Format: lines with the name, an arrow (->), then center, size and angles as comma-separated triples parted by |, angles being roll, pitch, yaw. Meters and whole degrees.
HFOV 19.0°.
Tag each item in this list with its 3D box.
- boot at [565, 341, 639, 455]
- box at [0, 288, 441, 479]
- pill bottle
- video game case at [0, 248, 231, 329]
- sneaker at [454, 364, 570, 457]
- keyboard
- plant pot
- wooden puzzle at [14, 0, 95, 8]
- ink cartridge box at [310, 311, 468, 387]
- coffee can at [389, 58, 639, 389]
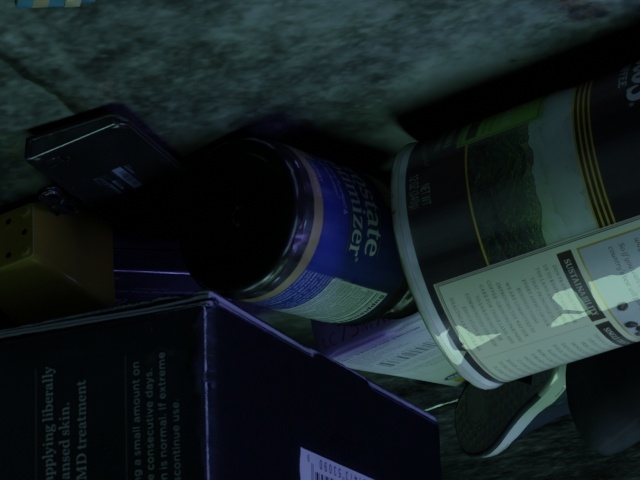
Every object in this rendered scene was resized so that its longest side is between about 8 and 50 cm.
boot -> 0.359, 0.076, 1.590 | 0.146, 0.367, 0.445 | 43, 138, -14
box -> -0.191, 0.267, 1.585 | 0.472, 0.297, 0.480 | -9, 161, 22
pill bottle -> 0.000, 0.000, 1.473 | 0.123, 0.123, 0.219 | -23, 157, 31
video game case -> -0.201, 0.070, 1.702 | 0.196, 0.026, 0.274 | 2, 155, -32
sneaker -> 0.245, 0.158, 1.909 | 0.163, 0.086, 0.226 | 2, 154, -27
keyboard -> -0.160, -0.048, 1.408 | 0.108, 0.023, 0.180 | -22, 158, 11
plant pot -> -0.215, 0.015, 1.468 | 0.081, 0.081, 0.083 | -20, 148, 24
wooden puzzle -> -0.156, -0.153, 1.142 | 0.083, 0.006, 0.049 | -4, 159, -18
ink cartridge box -> 0.157, 0.083, 1.870 | 0.186, 0.065, 0.311 | -25, 154, 33
coffee can -> 0.218, -0.022, 1.409 | 0.275, 0.201, 0.201 | -20, 158, 24
